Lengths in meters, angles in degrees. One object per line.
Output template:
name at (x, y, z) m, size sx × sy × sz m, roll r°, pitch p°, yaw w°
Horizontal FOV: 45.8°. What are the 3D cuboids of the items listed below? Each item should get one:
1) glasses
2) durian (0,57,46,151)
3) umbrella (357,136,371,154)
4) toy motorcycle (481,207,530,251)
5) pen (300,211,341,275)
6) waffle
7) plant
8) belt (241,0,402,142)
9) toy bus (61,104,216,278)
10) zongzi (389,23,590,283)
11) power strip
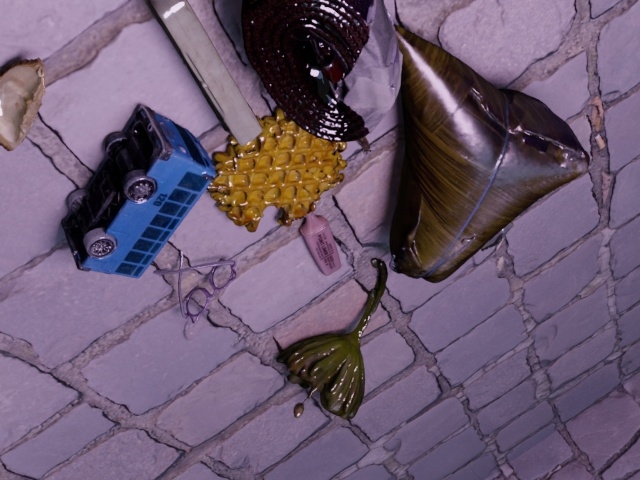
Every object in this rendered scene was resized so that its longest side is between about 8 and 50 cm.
glasses at (-0.221, 0.069, 1.299) m, size 0.140 × 0.062 × 0.104 m, roll -45°, pitch 139°, yaw 12°
durian at (-0.378, -0.173, 0.936) m, size 0.052 × 0.066 × 0.130 m, roll 10°, pitch 115°, yaw -41°
umbrella at (0.069, -0.174, 1.285) m, size 0.083 × 0.020 × 0.031 m, roll 47°, pitch 58°, yaw -51°
toy motorcycle at (0.314, -0.041, 1.545) m, size 0.130 × 0.094 × 0.229 m, roll 23°, pitch 128°, yaw -41°
pen at (0.000, 0.000, 1.405) m, size 0.053 × 0.032 × 0.197 m, roll -30°, pitch 143°, yaw -4°
waffle at (-0.066, -0.110, 1.234) m, size 0.232 × 0.051 × 0.228 m, roll -39°, pitch 138°, yaw 5°
plant at (0.079, 0.233, 1.604) m, size 0.333 × 0.180 × 0.251 m, roll -41°, pitch 151°, yaw 3°
belt at (0.006, -0.274, 1.029) m, size 0.184 × 0.164 × 0.289 m, roll -12°, pitch 145°, yaw 16°
toy bus at (-0.259, -0.065, 1.093) m, size 0.134 × 0.116 × 0.234 m, roll 18°, pitch 121°, yaw -45°
zongzi at (0.166, -0.131, 1.297) m, size 0.432 × 0.207 × 0.403 m, roll 25°, pitch 126°, yaw -27°
power strip at (-0.157, -0.238, 1.015) m, size 0.048 × 0.080 × 0.286 m, roll -38°, pitch 140°, yaw -5°
